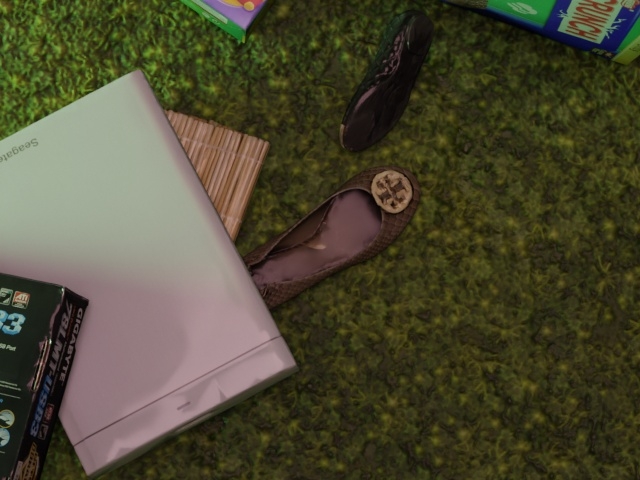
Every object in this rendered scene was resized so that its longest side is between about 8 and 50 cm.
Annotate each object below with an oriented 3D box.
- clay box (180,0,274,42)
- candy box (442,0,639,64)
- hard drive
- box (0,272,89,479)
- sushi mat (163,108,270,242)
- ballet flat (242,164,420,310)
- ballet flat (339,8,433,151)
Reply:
[{"bbox_3d":[-0.072,-0.341,1.637,0.127,0.053,0.222,33,80,2],"label":"clay box"},{"bbox_3d":[0.221,-0.308,1.545,0.317,0.268,0.122,18,82,-1],"label":"candy box"},{"bbox_3d":[-0.205,0.029,1.527,0.233,0.047,0.353,-28,75,-2],"label":"hard drive"},{"bbox_3d":[-0.404,0.162,1.466,0.296,0.073,0.293,10,76,15],"label":"box"},{"bbox_3d":[-0.172,0.016,1.567,0.151,0.019,0.316,16,78,13],"label":"sushi mat"},{"bbox_3d":[0.000,0.000,1.577,0.250,0.058,0.084,-31,82,-9],"label":"ballet flat"},{"bbox_3d":[0.070,-0.170,1.630,0.057,0.049,0.173,33,83,-26],"label":"ballet flat"}]
